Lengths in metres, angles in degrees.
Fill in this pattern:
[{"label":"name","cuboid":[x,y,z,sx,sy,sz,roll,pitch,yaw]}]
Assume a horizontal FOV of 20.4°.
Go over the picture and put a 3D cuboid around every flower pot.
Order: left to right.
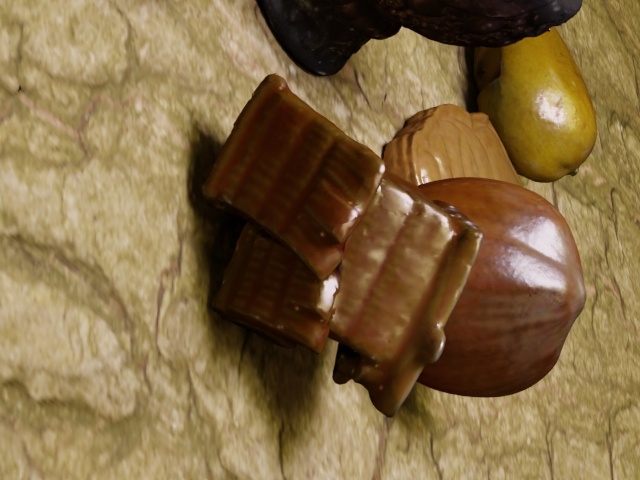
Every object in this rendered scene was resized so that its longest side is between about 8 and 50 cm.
[{"label":"flower pot","cuboid":[0.084,-0.291,1.726,0.266,0.267,0.266,47,31,-42]}]

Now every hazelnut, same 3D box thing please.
[{"label":"hazelnut","cuboid":[0.137,0.041,1.672,0.186,0.210,0.210,13,57,-29]}]

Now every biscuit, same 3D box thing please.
[{"label":"biscuit","cuboid":[0.179,-0.005,1.974,0.351,0.057,0.312,10,63,-63]}]

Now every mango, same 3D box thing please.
[{"label":"mango","cuboid":[0.256,-0.190,2.189,0.167,0.130,0.262,41,30,-42]}]

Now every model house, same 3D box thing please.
[{"label":"model house","cuboid":[0.001,0.001,1.485,0.229,0.199,0.219,32,-6,-10]}]
